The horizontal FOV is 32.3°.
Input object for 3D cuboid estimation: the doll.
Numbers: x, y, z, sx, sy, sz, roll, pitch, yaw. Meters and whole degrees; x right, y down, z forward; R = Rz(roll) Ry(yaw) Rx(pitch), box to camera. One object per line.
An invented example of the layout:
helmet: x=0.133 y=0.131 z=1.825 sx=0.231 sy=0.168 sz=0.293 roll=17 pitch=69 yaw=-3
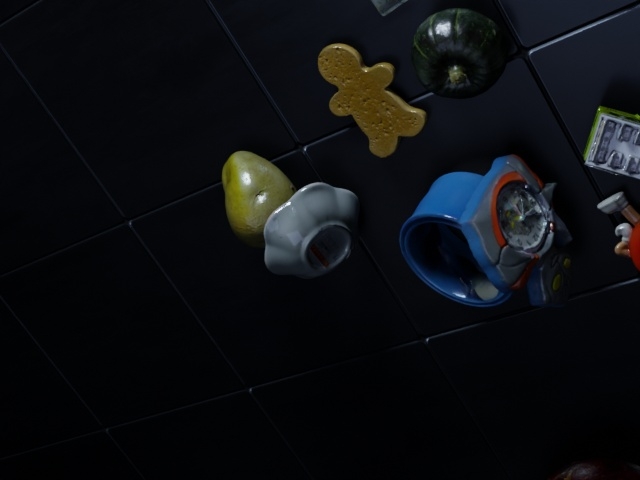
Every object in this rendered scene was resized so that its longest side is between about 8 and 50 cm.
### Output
doll: x=0.619 y=-0.009 z=1.986 sx=0.183 sy=0.085 sz=0.217 roll=-30 pitch=90 yaw=32

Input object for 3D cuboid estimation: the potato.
potato: x=-0.126 y=-0.087 z=2.219 sx=0.157 sy=0.157 sz=0.194 roll=-36 pitch=80 yaw=37

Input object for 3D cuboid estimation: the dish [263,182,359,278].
dish: x=0.000 y=0.000 z=2.180 sx=0.081 sy=0.230 sz=0.229 roll=49 pitch=146 yaw=46

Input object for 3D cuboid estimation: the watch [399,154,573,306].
watch: x=0.316 y=0.015 z=2.067 sx=0.275 sy=0.241 sz=0.305 roll=-16 pitch=119 yaw=50

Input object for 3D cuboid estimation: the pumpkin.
pumpkin: x=0.238 y=-0.321 z=1.904 sx=0.167 sy=0.125 sz=0.167 roll=6 pitch=116 yaw=13

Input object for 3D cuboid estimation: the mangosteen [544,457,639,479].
mangosteen: x=0.617 y=0.634 z=2.260 sx=0.422 sy=0.381 sz=0.380 roll=3 pitch=125 yaw=6

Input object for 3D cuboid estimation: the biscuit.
biscuit: x=0.089 y=-0.271 z=2.061 sx=0.158 sy=0.035 sz=0.240 roll=-30 pitch=108 yaw=34

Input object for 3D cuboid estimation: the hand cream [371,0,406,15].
hand cream: x=0.070 y=-0.476 z=1.923 sx=0.067 sy=0.042 sz=0.194 roll=-31 pitch=111 yaw=35

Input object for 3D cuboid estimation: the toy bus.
toy bus: x=0.596 y=-0.134 z=1.853 sx=0.302 sy=0.139 sz=0.113 roll=18 pitch=108 yaw=14
